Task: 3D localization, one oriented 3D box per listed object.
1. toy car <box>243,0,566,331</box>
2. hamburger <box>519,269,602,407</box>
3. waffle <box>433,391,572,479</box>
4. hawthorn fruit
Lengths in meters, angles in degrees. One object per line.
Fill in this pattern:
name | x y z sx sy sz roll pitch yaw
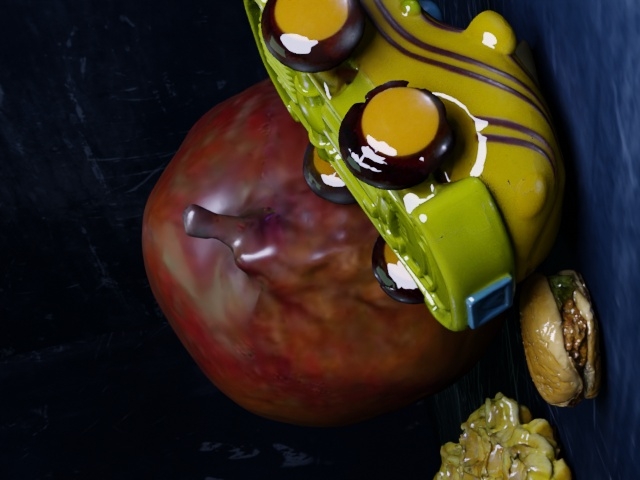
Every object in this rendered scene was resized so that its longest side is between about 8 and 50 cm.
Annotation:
toy car | 0.062 -0.075 0.780 0.248 0.142 0.200 55 174 20
hamburger | 0.144 0.060 0.791 0.076 0.044 0.083 -104 3 -50
waffle | 0.134 0.262 1.058 0.238 0.058 0.243 126 149 -48
hawthorn fruit | 0.009 0.001 1.036 0.325 0.308 0.308 139 119 -72
